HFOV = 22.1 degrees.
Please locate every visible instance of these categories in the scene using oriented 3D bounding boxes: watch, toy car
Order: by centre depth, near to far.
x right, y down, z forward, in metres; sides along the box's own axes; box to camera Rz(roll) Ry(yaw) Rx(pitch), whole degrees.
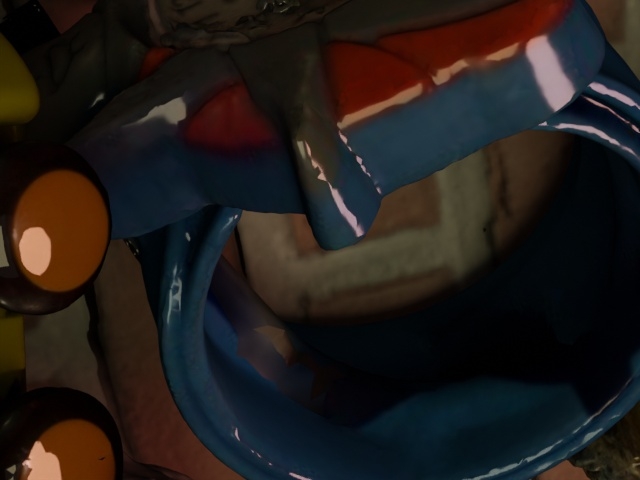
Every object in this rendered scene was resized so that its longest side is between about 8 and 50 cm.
[{"bbox_3d":[-0.182,0.034,0.576,0.142,0.200,0.247,-8,96,-46],"label":"toy car"},{"bbox_3d":[0.000,0.000,0.703,0.305,0.241,0.274,-29,127,8],"label":"watch"}]

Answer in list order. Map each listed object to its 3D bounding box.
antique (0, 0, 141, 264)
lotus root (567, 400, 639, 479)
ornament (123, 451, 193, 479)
[{"bbox_3d":[-0.095,-0.028,0.778,0.031,0.015,0.192,-30,115,3],"label":"antique"},{"bbox_3d":[0.257,-0.008,0.763,0.175,0.175,0.349,27,105,-20],"label":"lotus root"},{"bbox_3d":[-0.137,0.220,0.749,0.225,0.259,0.259,-7,114,-8],"label":"ornament"}]
